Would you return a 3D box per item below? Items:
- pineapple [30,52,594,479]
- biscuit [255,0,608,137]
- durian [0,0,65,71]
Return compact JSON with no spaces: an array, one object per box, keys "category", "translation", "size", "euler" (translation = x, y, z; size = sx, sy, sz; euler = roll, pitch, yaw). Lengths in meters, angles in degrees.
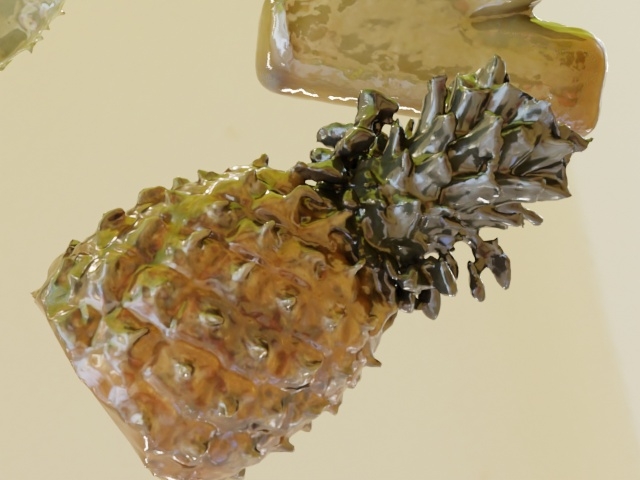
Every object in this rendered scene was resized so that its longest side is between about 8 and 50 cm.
[{"category":"pineapple","translation":[0.000,0.000,0.986],"size":[0.279,0.158,0.158],"euler":[-35,-85,-2]},{"category":"biscuit","translation":[0.098,-0.211,1.579],"size":[0.062,0.291,0.236],"euler":[-46,-33,-79]},{"category":"durian","translation":[-0.237,-0.187,1.256],"size":[0.252,0.139,0.144],"euler":[-7,-118,-31]}]
